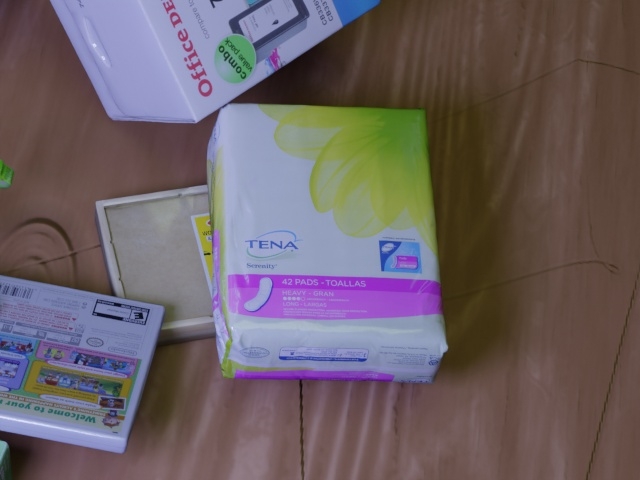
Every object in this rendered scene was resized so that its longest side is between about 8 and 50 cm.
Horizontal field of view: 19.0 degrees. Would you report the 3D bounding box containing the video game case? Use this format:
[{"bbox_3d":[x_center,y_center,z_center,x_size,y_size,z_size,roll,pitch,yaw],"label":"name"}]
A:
[{"bbox_3d":[-0.272,0.114,1.853,0.212,0.023,0.193,11,40,0],"label":"video game case"}]

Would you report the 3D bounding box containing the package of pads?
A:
[{"bbox_3d":[0.000,0.000,1.944,0.229,0.101,0.296,2,57,-8],"label":"package of pads"}]

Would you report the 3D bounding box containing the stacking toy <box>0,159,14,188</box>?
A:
[{"bbox_3d":[-0.409,-0.024,1.847,0.221,0.052,0.167,19,65,-27],"label":"stacking toy"}]

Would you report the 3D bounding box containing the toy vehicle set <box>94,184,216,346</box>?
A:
[{"bbox_3d":[-0.090,0.017,2.003,0.267,0.035,0.166,-8,60,-12],"label":"toy vehicle set"}]

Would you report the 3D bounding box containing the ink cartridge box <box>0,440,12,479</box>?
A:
[{"bbox_3d":[-0.394,0.274,1.770,0.154,0.093,0.212,17,59,3],"label":"ink cartridge box"}]

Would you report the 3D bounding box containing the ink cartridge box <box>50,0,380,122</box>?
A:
[{"bbox_3d":[-0.121,-0.274,2.041,0.270,0.197,0.198,-36,114,-26],"label":"ink cartridge box"}]
